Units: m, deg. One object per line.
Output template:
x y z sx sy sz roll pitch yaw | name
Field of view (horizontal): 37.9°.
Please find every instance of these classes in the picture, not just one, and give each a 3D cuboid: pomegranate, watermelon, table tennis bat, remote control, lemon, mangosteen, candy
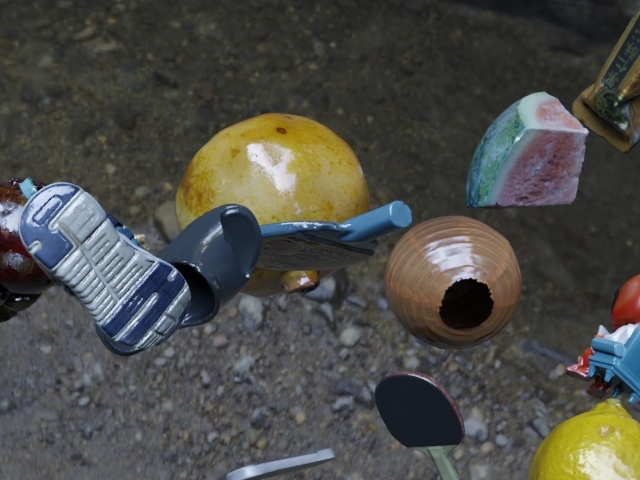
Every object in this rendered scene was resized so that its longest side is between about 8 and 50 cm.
-0.097 -0.055 1.945 0.416 0.417 0.417 7 53 -9 | pomegranate
0.133 -0.049 0.611 0.072 0.085 0.092 19 48 19 | watermelon
0.108 0.194 0.930 0.157 0.087 0.013 64 35 -21 | table tennis bat
-0.064 0.388 1.601 0.245 0.077 0.022 5 63 -51 | remote control
0.368 0.334 1.236 0.188 0.188 0.257 18 77 -1 | lemon
-0.386 0.011 1.179 0.172 0.172 0.184 23 79 4 | mangosteen
0.501 -0.269 1.448 0.101 0.271 0.143 2 42 -35 | candy
0.000 0.000 1.395 0.215 0.329 0.044 16 67 -41 | table tennis bat

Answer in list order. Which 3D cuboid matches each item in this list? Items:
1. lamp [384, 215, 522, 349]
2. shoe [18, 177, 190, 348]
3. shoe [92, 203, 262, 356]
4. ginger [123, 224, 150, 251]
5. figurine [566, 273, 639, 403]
0.131 0.041 0.923 0.136 0.136 0.136 7 53 -9 | lamp
-0.146 0.017 0.621 0.064 0.143 0.071 -50 32 -11 | shoe
-0.157 0.059 1.127 0.241 0.108 0.093 -37 31 -16 | shoe
-0.458 0.002 2.067 0.115 0.205 0.081 6 58 43 | ginger
0.296 0.083 0.873 0.068 0.075 0.140 43 71 -19 | figurine
